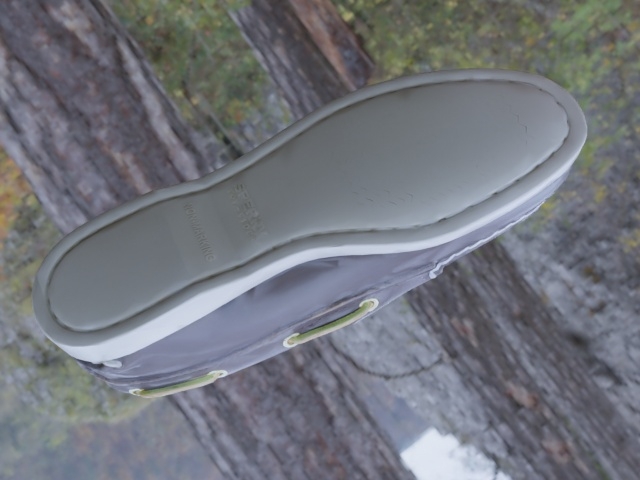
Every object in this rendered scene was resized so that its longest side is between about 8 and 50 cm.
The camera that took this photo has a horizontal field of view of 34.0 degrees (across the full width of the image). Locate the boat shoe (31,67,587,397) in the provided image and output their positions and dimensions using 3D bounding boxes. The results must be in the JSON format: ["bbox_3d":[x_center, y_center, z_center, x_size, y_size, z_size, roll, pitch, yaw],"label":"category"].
[{"bbox_3d":[0.000,0.000,0.616,0.325,0.116,0.096,-23,144,0],"label":"boat shoe"}]
